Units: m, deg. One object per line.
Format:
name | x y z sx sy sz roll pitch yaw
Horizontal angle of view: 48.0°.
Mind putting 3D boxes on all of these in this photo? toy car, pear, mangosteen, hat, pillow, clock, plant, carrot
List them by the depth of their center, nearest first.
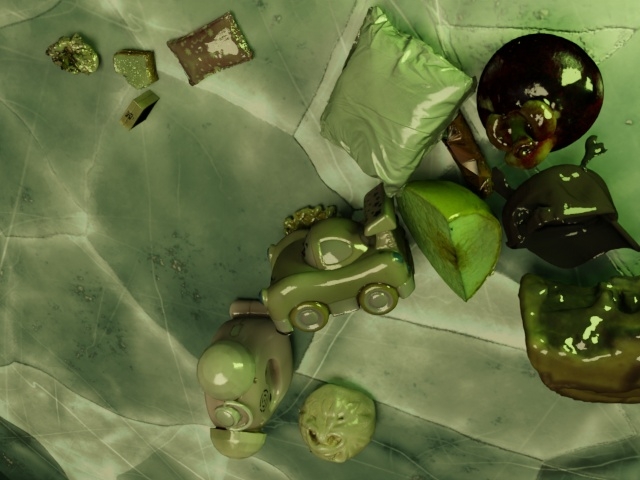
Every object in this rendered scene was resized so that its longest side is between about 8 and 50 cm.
mangosteen | 0.391 -0.248 1.312 0.228 0.265 0.228 20 146 14
pillow | 0.132 -0.275 1.453 0.283 0.138 0.310 47 126 22
hat | 0.499 -0.077 1.459 0.336 0.209 0.238 18 151 -39
carrot | 0.301 -0.187 1.509 0.069 0.069 0.228 -23 110 31
pear | 0.270 -0.042 1.564 0.239 0.139 0.288 38 161 41
pillow | -0.247 -0.418 1.586 0.185 0.043 0.118 -18 110 29
toy car | 0.027 0.038 1.601 0.336 0.242 0.226 -14 120 11
plant | -0.585 -0.417 1.674 0.116 0.122 0.104 -10 127 18
clock | -0.194 0.356 1.863 0.184 0.326 0.342 0 119 20

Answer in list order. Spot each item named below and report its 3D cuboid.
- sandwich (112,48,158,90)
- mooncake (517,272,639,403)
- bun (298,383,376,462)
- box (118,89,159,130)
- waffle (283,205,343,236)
sandwich | -0.432 -0.399 1.672 0.105 0.035 0.093 12 124 15
mooncake | 0.622 0.167 1.454 0.393 0.246 0.394 18 139 -9
bun | 0.042 0.505 1.947 0.231 0.133 0.231 1 106 3
box | -0.429 -0.307 1.698 0.035 0.083 0.079 41 126 -6
waffle | 0.000 0.000 1.749 0.169 0.036 0.183 -15 114 26
